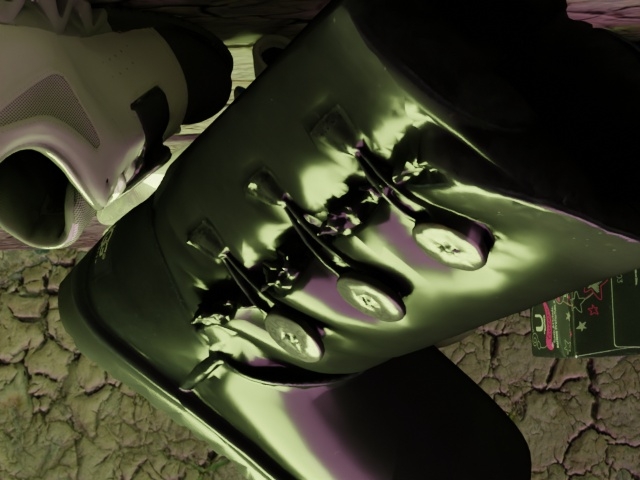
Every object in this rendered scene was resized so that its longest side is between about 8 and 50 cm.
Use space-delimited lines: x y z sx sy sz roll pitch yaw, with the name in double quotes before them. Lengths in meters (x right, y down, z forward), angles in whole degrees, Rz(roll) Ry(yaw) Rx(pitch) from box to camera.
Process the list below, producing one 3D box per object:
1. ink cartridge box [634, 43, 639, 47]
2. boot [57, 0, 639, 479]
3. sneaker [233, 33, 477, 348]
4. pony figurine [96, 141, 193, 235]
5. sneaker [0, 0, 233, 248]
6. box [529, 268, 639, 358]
"ink cartridge box" 0.185 -0.106 1.259 0.165 0.065 0.332 -4 178 8
"boot" 0.077 0.034 0.914 0.367 0.146 0.445 29 146 -16
"sneaker" 0.005 -0.085 1.153 0.130 0.236 0.323 -32 -140 -3
"pony figurine" 0.000 0.000 1.599 0.351 0.303 0.363 -35 172 1
"sneaker" -0.152 -0.067 0.935 0.122 0.146 0.330 -6 177 25
"box" 0.344 0.014 1.904 0.163 0.247 0.142 -3 179 -15
